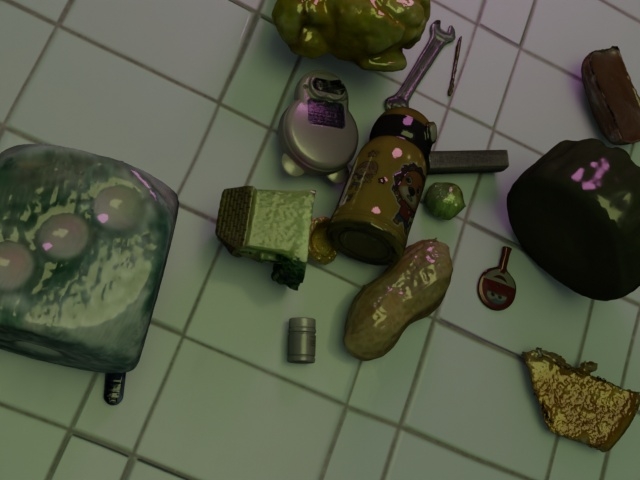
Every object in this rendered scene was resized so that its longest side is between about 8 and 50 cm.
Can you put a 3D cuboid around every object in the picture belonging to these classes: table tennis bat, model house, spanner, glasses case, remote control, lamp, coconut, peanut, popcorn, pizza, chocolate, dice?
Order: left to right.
[{"bbox_3d":[-0.446,0.034,1.475,0.327,0.330,0.348,15,69,-10],"label":"dice"},{"bbox_3d":[-0.398,0.245,1.610,0.043,0.027,0.153,3,74,-7],"label":"remote control"},{"bbox_3d":[-0.120,-0.010,1.673,0.189,0.214,0.195,10,80,-7],"label":"model house"},{"bbox_3d":[-0.007,-0.249,1.803,0.179,0.108,0.246,8,78,-26],"label":"lamp"},{"bbox_3d":[0.073,-0.525,1.798,0.333,0.292,0.294,4,113,9],"label":"popcorn"},{"bbox_3d":[0.165,0.127,1.759,0.313,0.149,0.149,-42,92,-19],"label":"peanut"},{"bbox_3d":[0.242,-0.413,1.972,0.071,0.017,0.302,33,69,-7],"label":"spanner"},{"bbox_3d":[0.287,-0.090,1.875,0.096,0.088,0.088,11,74,-9],"label":"coconut"},{"bbox_3d":[0.332,-0.180,1.915,0.204,0.071,0.047,-3,81,-18],"label":"glasses case"},{"bbox_3d":[0.415,0.087,1.908,0.098,0.019,0.155,21,75,-12],"label":"table tennis bat"},{"bbox_3d":[0.571,0.354,1.864,0.296,0.071,0.189,27,83,-6],"label":"pizza"},{"bbox_3d":[0.728,-0.353,2.075,0.161,0.083,0.262,-13,82,-37],"label":"chocolate"}]

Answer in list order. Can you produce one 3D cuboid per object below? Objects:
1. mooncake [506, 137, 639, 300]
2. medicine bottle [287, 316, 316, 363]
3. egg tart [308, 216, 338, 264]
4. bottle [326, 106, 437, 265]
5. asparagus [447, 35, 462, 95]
[{"bbox_3d":[0.598,-0.049,1.818,0.194,0.356,0.356,-40,91,-19],"label":"mooncake"},{"bbox_3d":[-0.039,0.209,1.712,0.058,0.058,0.091,5,76,-16],"label":"medicine bottle"},{"bbox_3d":[0.000,0.000,1.777,0.105,0.039,0.105,3,86,-35],"label":"egg tart"},{"bbox_3d":[0.144,-0.136,1.781,0.171,0.171,0.351,26,65,-10],"label":"bottle"},{"bbox_3d":[0.328,-0.425,2.003,0.016,0.013,0.166,34,64,-52],"label":"asparagus"}]
